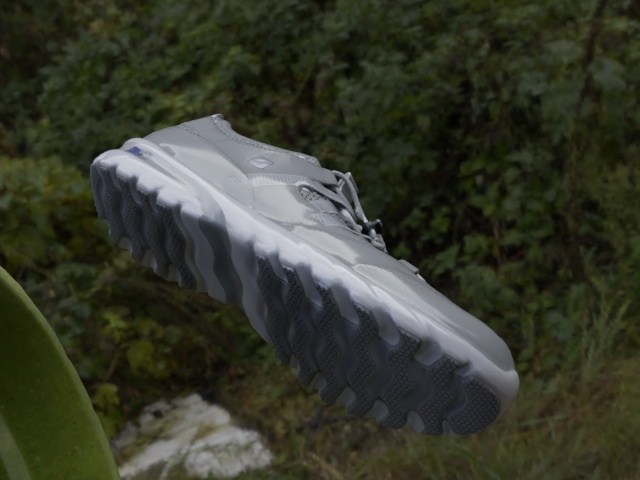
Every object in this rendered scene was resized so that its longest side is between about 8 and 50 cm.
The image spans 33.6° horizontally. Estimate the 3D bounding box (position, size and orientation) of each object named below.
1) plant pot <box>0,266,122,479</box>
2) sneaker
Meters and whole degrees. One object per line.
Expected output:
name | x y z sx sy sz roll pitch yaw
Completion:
plant pot | -0.253 0.171 0.529 0.253 0.276 0.276 -21 22 2
sneaker | 0.000 0.000 0.604 0.281 0.105 0.115 34 55 22
